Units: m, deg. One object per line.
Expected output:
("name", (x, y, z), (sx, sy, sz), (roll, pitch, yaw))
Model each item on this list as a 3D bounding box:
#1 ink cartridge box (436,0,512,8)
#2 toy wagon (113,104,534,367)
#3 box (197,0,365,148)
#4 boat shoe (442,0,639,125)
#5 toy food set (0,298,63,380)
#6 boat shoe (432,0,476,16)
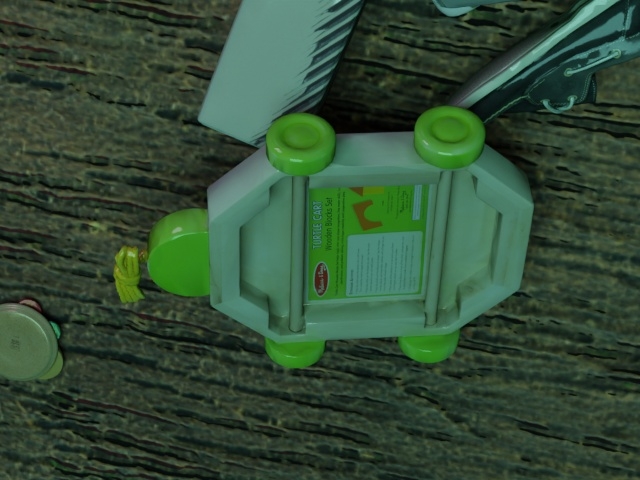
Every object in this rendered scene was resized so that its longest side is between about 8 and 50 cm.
("ink cartridge box", (0.174, -0.340, 1.312), (0.223, 0.129, 0.307), (-5, 85, 14))
("toy wagon", (0.000, 0.000, 1.511), (0.344, 0.068, 0.267), (-2, 138, -4))
("box", (-0.005, -0.212, 1.477), (0.094, 0.113, 0.275), (23, 116, 0))
("boat shoe", (0.191, -0.136, 1.482), (0.233, 0.084, 0.079), (-32, 102, 19))
("toy food set", (-0.284, 0.094, 1.711), (0.083, 0.020, 0.082), (0, 112, 12))
("boat shoe", (0.205, -0.258, 1.432), (0.277, 0.098, 0.096), (-20, 133, 11))
